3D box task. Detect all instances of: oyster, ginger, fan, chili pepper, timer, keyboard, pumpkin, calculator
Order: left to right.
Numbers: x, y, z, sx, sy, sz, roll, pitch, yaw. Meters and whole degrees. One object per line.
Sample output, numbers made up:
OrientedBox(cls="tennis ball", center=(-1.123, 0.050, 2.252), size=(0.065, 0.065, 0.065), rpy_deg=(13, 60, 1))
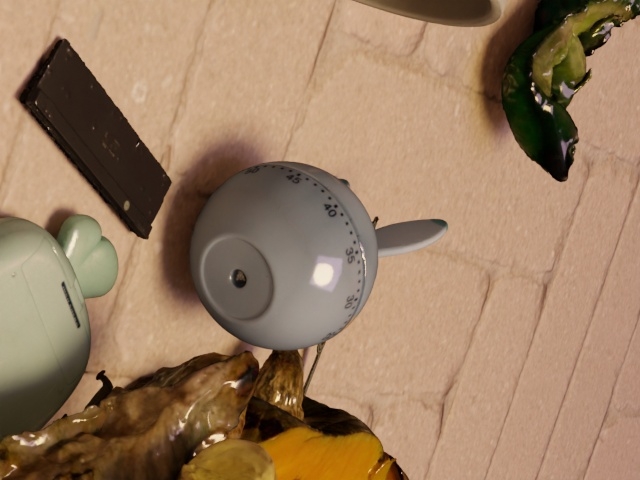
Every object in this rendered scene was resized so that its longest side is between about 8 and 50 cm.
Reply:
OrientedBox(cls="calculator", center=(-0.246, 0.089, 1.163), size=(0.295, 0.042, 0.184), rpy_deg=(-46, 142, -31))
OrientedBox(cls="oyster", center=(-0.183, 0.189, 1.158), size=(0.337, 0.133, 0.198), rpy_deg=(-40, 167, -29))
OrientedBox(cls="keyboard", center=(-0.166, -0.073, 1.222), size=(0.060, 0.018, 0.195), rpy_deg=(-65, 149, -22))
OrientedBox(cls="ginger", center=(-0.065, 0.227, 1.188), size=(0.294, 0.086, 0.131), rpy_deg=(79, 26, -71))
OrientedBox(cls="pumpkin", center=(-0.063, 0.201, 1.429), size=(0.317, 0.139, 0.222), rpy_deg=(21, 94, -56))
OrientedBox(cls="timer", center=(-0.011, 0.018, 1.386), size=(0.255, 0.175, 0.175), rpy_deg=(15, 95, -66))
OrientedBox(cls="fan", center=(0.011, 0.079, 1.549), size=(0.132, 0.009, 0.220), rpy_deg=(-51, 163, -68))
OrientedBox(cls="chili pepper", center=(0.264, -0.208, 1.737), size=(0.264, 0.116, 0.148), rpy_deg=(-54, 134, -25))

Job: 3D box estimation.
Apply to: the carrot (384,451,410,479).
OrientedBox(cls="carrot", center=(0.084, 0.307, 1.755), size=(0.102, 0.102, 0.263), rpy_deg=(-61, 149, -13))

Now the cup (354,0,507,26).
OrientedBox(cls="cup", center=(0.021, -0.351, 1.170), size=(0.356, 0.259, 0.275), rpy_deg=(24, 85, -28))
